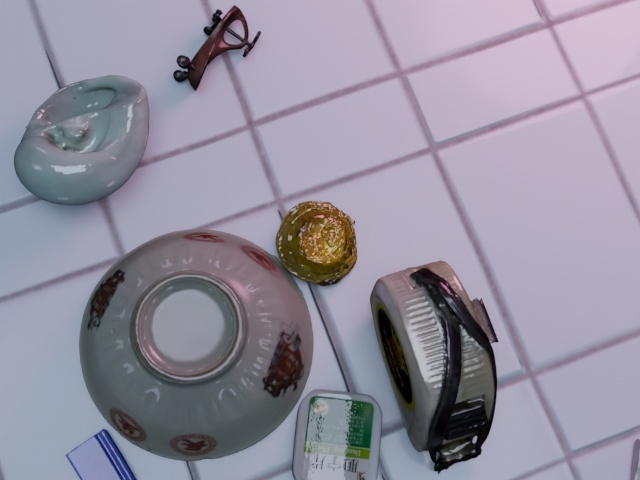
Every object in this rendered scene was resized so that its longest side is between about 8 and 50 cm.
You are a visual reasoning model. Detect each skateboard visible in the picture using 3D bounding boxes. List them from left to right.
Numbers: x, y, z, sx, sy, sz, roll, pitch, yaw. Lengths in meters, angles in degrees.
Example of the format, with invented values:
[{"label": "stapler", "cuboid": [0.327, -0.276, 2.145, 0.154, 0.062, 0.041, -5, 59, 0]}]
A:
[{"label": "skateboard", "cuboid": [-0.155, -0.292, 1.510, 0.080, 0.067, 0.151, 34, 73, -4]}]

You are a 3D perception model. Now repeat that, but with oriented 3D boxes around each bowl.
[{"label": "bowl", "cuboid": [-0.173, 0.129, 1.351, 0.337, 0.157, 0.337, 1, 77, -3]}]

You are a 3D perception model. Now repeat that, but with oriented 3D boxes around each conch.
[{"label": "conch", "cuboid": [-0.341, -0.145, 1.430, 0.221, 0.121, 0.185, -41, 77, -18]}]

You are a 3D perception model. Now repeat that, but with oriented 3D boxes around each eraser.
[{"label": "eraser", "cuboid": [-0.302, 0.313, 1.364, 0.063, 0.027, 0.085, -33, 79, -11]}]

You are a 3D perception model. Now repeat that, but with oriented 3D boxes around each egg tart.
[{"label": "egg tart", "cuboid": [0.000, 0.000, 1.442, 0.130, 0.052, 0.130, 3, 77, -12]}]

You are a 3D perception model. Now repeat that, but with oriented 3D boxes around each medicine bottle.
[{"label": "medicine bottle", "cuboid": [0.020, 0.301, 1.361, 0.119, 0.069, 0.183, 7, 77, -3]}]

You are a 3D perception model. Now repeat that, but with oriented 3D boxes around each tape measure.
[{"label": "tape measure", "cuboid": [0.166, 0.167, 1.317, 0.133, 0.231, 0.271, -14, 77, -8]}]

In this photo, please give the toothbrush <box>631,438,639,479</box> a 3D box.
[{"label": "toothbrush", "cuboid": [0.428, 0.447, 1.365, 0.030, 0.025, 0.342, 13, 75, -2]}]
